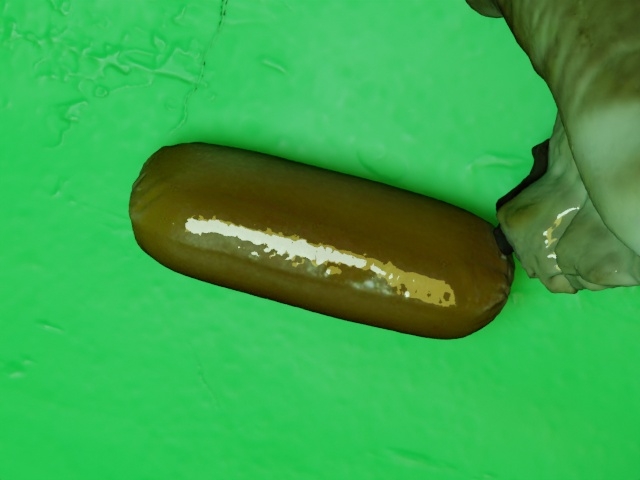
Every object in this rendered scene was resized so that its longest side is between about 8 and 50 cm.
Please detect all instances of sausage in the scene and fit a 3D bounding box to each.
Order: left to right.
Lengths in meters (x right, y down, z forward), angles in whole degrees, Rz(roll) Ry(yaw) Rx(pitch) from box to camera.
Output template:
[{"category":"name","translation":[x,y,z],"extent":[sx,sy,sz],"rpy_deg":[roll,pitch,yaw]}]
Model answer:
[{"category":"sausage","translation":[0.000,0.000,1.250],"extent":[0.274,0.105,0.105],"rpy_deg":[15,103,3]}]

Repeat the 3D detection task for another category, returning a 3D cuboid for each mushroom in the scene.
[{"category":"mushroom","translation":[0.226,-0.110,1.042],"extent":[0.224,0.397,0.313],"rpy_deg":[-10,94,-5]}]
